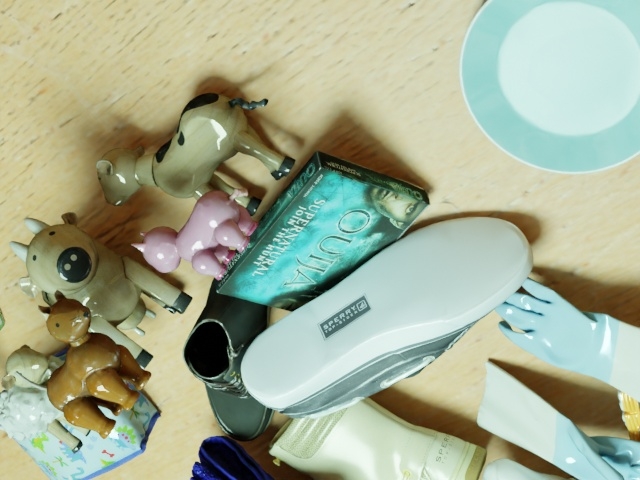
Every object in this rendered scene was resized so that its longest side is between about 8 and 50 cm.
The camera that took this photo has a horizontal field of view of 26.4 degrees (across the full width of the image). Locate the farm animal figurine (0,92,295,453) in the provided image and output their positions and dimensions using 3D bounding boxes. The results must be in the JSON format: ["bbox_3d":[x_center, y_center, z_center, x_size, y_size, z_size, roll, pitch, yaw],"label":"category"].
[{"bbox_3d":[-0.199,0.019,1.299,0.172,0.330,0.327,36,154,-7],"label":"farm animal figurine"}]

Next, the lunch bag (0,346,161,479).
[{"bbox_3d":[-0.274,0.195,1.503,0.151,0.096,0.129,-30,107,22],"label":"lunch bag"}]

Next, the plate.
[{"bbox_3d":[0.212,-0.144,1.164,0.188,0.024,0.188,9,122,15],"label":"plate"}]

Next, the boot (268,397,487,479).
[{"bbox_3d":[0.034,0.267,1.438,0.203,0.095,0.262,29,128,4],"label":"boot"}]

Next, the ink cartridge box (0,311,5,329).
[{"bbox_3d":[-0.419,0.069,1.496,0.109,0.062,0.209,-3,119,21],"label":"ink cartridge box"}]

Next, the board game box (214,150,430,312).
[{"bbox_3d":[0.000,0.000,1.290,0.126,0.026,0.186,17,132,-30],"label":"board game box"}]

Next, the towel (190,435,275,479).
[{"bbox_3d":[-0.022,0.366,1.448,0.227,0.076,0.308,26,148,53],"label":"towel"}]

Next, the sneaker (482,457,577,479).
[{"bbox_3d":[0.267,0.277,1.367,0.235,0.090,0.095,36,89,-11],"label":"sneaker"}]

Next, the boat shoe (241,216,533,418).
[{"bbox_3d":[0.074,0.084,1.300,0.301,0.108,0.102,-32,141,12],"label":"boat shoe"}]

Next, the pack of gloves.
[{"bbox_3d":[0.236,0.150,1.264,0.232,0.046,0.195,25,128,36],"label":"pack of gloves"}]

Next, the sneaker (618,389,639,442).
[{"bbox_3d":[0.337,0.194,1.294,0.083,0.084,0.215,-9,116,19],"label":"sneaker"}]

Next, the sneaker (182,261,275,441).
[{"bbox_3d":[-0.099,0.137,1.389,0.083,0.118,0.222,8,123,15],"label":"sneaker"}]
